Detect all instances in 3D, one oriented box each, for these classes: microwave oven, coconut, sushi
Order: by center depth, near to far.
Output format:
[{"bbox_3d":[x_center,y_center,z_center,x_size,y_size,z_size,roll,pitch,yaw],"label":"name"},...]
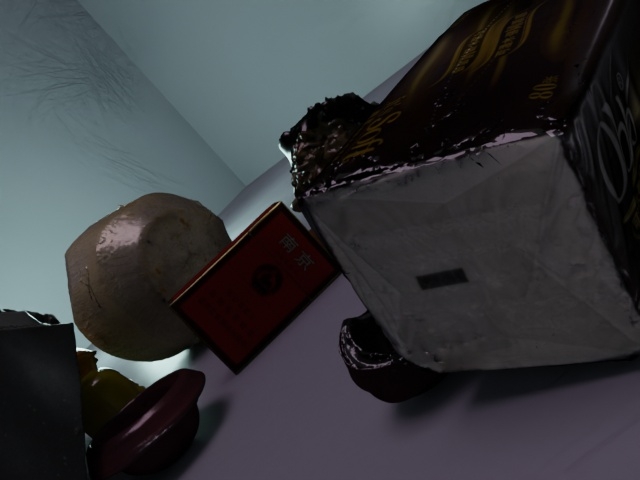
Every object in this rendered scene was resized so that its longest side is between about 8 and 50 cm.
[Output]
[{"bbox_3d":[-0.490,0.274,1.058,0.236,0.374,0.432,-4,-4,-24],"label":"microwave oven"},{"bbox_3d":[0.051,-0.152,1.416,0.225,0.218,0.238,-10,-31,-21],"label":"sushi"},{"bbox_3d":[-0.360,0.079,1.527,0.360,0.346,0.346,-22,22,44],"label":"coconut"}]

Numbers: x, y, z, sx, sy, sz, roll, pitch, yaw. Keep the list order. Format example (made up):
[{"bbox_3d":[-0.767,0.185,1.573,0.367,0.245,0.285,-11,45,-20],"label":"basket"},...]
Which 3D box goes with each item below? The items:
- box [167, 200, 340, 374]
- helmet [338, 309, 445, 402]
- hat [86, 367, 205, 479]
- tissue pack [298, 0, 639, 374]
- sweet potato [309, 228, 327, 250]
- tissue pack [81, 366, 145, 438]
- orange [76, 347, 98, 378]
[{"bbox_3d":[-0.102,0.072,1.138,0.240,0.153,0.074,-44,7,-10],"label":"box"},{"bbox_3d":[0.078,0.095,0.636,0.123,0.070,0.098,-26,34,-21],"label":"helmet"},{"bbox_3d":[-0.230,0.266,1.002,0.205,0.089,0.205,-36,9,7],"label":"hat"},{"bbox_3d":[0.173,-0.071,0.591,0.210,0.198,0.370,-9,30,37],"label":"tissue pack"},{"bbox_3d":[0.002,0.002,1.297,0.058,0.055,0.202,-40,9,12],"label":"sweet potato"},{"bbox_3d":[-0.403,0.303,1.352,0.127,0.123,0.178,-52,11,-20],"label":"tissue pack"},{"bbox_3d":[-0.558,0.368,1.400,0.274,0.310,0.274,-8,-14,-2],"label":"orange"}]
